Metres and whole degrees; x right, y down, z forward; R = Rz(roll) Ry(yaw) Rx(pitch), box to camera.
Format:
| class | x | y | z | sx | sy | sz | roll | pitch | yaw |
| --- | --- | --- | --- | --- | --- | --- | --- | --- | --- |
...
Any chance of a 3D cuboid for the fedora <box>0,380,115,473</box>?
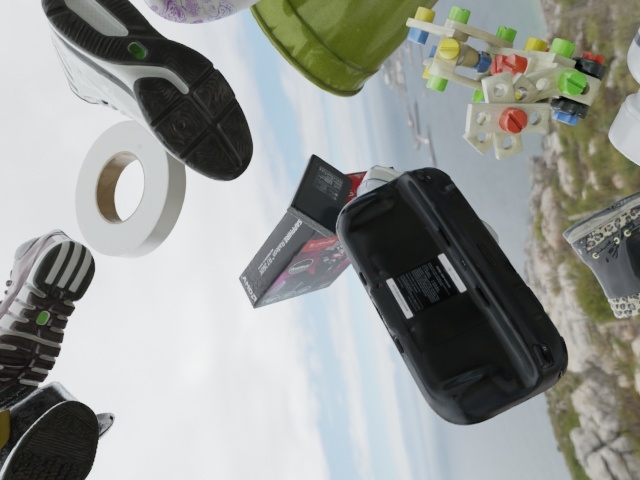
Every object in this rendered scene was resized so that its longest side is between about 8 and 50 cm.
| class | x | y | z | sx | sy | sz | roll | pitch | yaw |
| --- | --- | --- | --- | --- | --- | --- | --- | --- | --- |
| fedora | -0.614 | 0.400 | 1.327 | 0.334 | 0.333 | 0.153 | -50 | -60 | -82 |

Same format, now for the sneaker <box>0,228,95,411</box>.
| class | x | y | z | sx | sy | sz | roll | pitch | yaw |
| --- | --- | --- | --- | --- | --- | --- | --- | --- | --- |
| sneaker | -0.441 | 0.106 | 0.924 | 0.106 | 0.281 | 0.162 | 34 | 179 | -39 |

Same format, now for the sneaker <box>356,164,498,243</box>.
| class | x | y | z | sx | sy | sz | roll | pitch | yaw |
| --- | --- | --- | --- | --- | --- | --- | --- | --- | --- |
| sneaker | 0.188 | -0.057 | 1.043 | 0.094 | 0.258 | 0.091 | -54 | 13 | 53 |

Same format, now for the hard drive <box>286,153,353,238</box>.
| class | x | y | z | sx | sy | sz | roll | pitch | yaw |
| --- | --- | --- | --- | --- | --- | --- | --- | --- | --- |
| hard drive | 0.002 | -0.079 | 1.084 | 0.022 | 0.094 | 0.135 | -40 | 23 | 47 |

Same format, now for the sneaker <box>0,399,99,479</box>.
| class | x | y | z | sx | sy | sz | roll | pitch | yaw |
| --- | --- | --- | --- | --- | --- | --- | --- | --- | --- |
| sneaker | -0.417 | 0.366 | 0.827 | 0.124 | 0.178 | 0.296 | 44 | -141 | -24 |

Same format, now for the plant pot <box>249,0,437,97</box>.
| class | x | y | z | sx | sy | sz | roll | pitch | yaw |
| --- | --- | --- | --- | --- | --- | --- | --- | --- | --- |
| plant pot | 0.091 | -0.533 | 1.197 | 0.366 | 0.353 | 0.367 | 31 | -137 | -34 |

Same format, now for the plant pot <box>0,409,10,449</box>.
| class | x | y | z | sx | sy | sz | roll | pitch | yaw |
| --- | --- | --- | --- | --- | --- | --- | --- | --- | --- |
| plant pot | -0.630 | 0.347 | 1.166 | 0.083 | 0.081 | 0.082 | -108 | 18 | -86 |

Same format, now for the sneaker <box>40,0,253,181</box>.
| class | x | y | z | sx | sy | sz | roll | pitch | yaw |
| --- | --- | --- | --- | --- | --- | --- | --- | --- | --- |
| sneaker | -0.323 | -0.281 | 1.171 | 0.447 | 0.169 | 0.257 | 45 | 162 | -14 |

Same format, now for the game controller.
| class | x | y | z | sx | sy | sz | roll | pitch | yaw |
| --- | --- | --- | --- | --- | --- | --- | --- | --- | --- |
| game controller | 0.143 | 0.051 | 0.731 | 0.319 | 0.166 | 0.067 | 63 | -177 | 30 |

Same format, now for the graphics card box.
| class | x | y | z | sx | sy | sz | roll | pitch | yaw |
| --- | --- | --- | --- | --- | --- | --- | --- | --- | --- |
| graphics card box | 0.000 | 0.000 | 1.316 | 0.371 | 0.232 | 0.094 | -48 | 64 | 44 |

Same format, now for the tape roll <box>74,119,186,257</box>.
| class | x | y | z | sx | sy | sz | roll | pitch | yaw |
| --- | --- | --- | --- | --- | --- | --- | --- | --- | --- |
| tape roll | -0.539 | -0.144 | 1.732 | 0.072 | 0.391 | 0.392 | 14 | -116 | -57 |

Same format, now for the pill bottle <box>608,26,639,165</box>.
| class | x | y | z | sx | sy | sz | roll | pitch | yaw |
| --- | --- | --- | --- | --- | --- | --- | --- | --- | --- |
| pill bottle | 0.419 | -0.217 | 0.597 | 0.176 | 0.176 | 0.319 | -92 | 14 | -53 |

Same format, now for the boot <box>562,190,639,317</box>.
| class | x | y | z | sx | sy | sz | roll | pitch | yaw |
| --- | --- | --- | --- | --- | --- | --- | --- | --- | --- |
| boot | 0.538 | 0.009 | 0.991 | 0.085 | 0.236 | 0.179 | -19 | -99 | -54 |

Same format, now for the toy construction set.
| class | x | y | z | sx | sy | sz | roll | pitch | yaw |
| --- | --- | --- | --- | --- | --- | --- | --- | --- | --- |
| toy construction set | 0.249 | -0.231 | 0.850 | 0.328 | 0.214 | 0.151 | -100 | 29 | -55 |

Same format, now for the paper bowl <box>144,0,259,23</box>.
| class | x | y | z | sx | sy | sz | roll | pitch | yaw |
| --- | --- | --- | --- | --- | --- | --- | --- | --- | --- |
| paper bowl | -0.151 | -0.450 | 0.858 | 0.148 | 0.284 | 0.284 | 58 | -177 | 8 |
